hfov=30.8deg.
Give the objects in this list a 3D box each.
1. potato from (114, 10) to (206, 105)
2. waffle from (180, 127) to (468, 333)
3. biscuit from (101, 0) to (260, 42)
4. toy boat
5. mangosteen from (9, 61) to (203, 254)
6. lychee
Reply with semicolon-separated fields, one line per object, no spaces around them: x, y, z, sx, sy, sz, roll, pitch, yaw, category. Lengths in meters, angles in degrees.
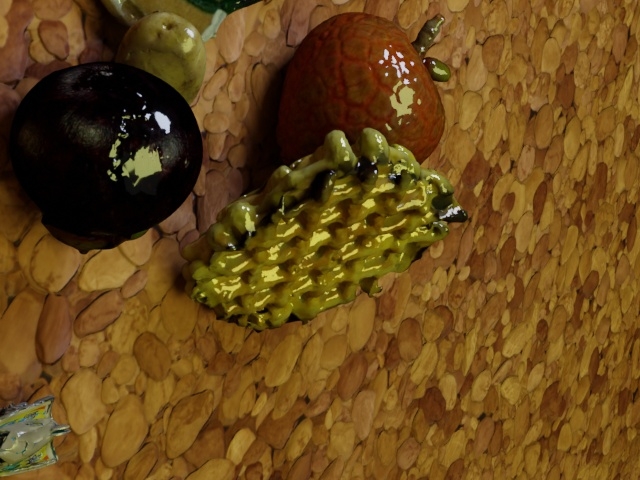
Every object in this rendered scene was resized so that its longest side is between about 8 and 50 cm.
-0.190;-0.203;1.371;0.170;0.107;0.080;115;-13;-61;potato
0.000;0.000;1.604;0.379;0.095;0.382;-35;150;14;waffle
-0.120;-0.384;1.409;0.287;0.057;0.344;34;87;-48;biscuit
-0.382;0.238;1.316;0.210;0.066;0.084;-16;113;-51;toy boat
-0.245;-0.079;1.307;0.211;0.211;0.250;-36;155;-44;mangosteen
0.067;-0.204;1.656;0.300;0.255;0.255;-47;138;-14;lychee
